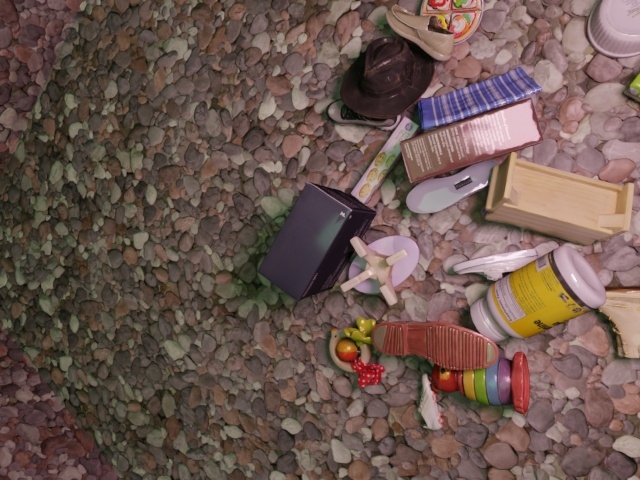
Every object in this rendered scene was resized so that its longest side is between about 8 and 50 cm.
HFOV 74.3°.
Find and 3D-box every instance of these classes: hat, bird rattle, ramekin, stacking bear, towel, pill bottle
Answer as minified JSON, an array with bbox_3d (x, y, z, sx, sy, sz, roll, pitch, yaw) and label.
[{"bbox_3d":[0.211,-0.567,1.383,0.331,0.134,0.331,-5,67,13],"label":"hat"},{"bbox_3d":[0.130,0.405,1.532,0.207,0.143,0.253,1,105,33],"label":"bird rattle"},{"bbox_3d":[0.879,-0.635,1.188,0.207,0.109,0.207,1,92,22],"label":"ramekin"},{"bbox_3d":[0.499,0.441,1.348,0.289,0.164,0.175,-4,66,33],"label":"stacking bear"},{"bbox_3d":[0.468,-0.440,1.297,0.336,0.243,0.040,-15,120,20],"label":"towel"},{"bbox_3d":[0.620,0.173,1.240,0.334,0.188,0.188,-42,76,39],"label":"pill bottle"}]

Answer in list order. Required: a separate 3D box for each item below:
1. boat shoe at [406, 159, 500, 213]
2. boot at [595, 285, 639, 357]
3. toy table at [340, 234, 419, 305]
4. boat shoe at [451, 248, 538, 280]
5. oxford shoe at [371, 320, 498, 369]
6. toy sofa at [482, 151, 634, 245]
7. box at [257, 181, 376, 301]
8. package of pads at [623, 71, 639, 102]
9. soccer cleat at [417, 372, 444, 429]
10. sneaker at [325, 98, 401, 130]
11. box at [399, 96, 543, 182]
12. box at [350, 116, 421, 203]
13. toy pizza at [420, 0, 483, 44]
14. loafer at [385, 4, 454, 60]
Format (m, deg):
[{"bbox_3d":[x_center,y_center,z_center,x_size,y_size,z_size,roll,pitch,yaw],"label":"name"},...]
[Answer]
[{"bbox_3d":[0.432,-0.170,1.381,0.306,0.105,0.113,-29,77,13],"label":"boat shoe"},{"bbox_3d":[0.857,0.239,1.237,0.262,0.095,0.203,-3,92,19],"label":"boot"},{"bbox_3d":[0.200,0.090,1.444,0.274,0.161,0.252,-45,79,18],"label":"toy table"},{"bbox_3d":[0.556,0.088,1.344,0.258,0.095,0.084,-13,83,22],"label":"boat shoe"},{"bbox_3d":[0.373,0.320,1.374,0.397,0.146,0.140,5,91,32],"label":"oxford shoe"},{"bbox_3d":[0.678,-0.115,1.233,0.363,0.177,0.150,16,75,4],"label":"toy sofa"},{"bbox_3d":[0.000,0.000,1.442,0.179,0.312,0.343,34,102,17],"label":"box"},{"bbox_3d":[1.032,-0.475,1.138,0.229,0.101,0.296,39,105,17],"label":"package of pads"},{"bbox_3d":[0.367,0.556,1.451,0.076,0.068,0.196,-13,90,24],"label":"soccer cleat"},{"bbox_3d":[0.142,-0.453,1.482,0.272,0.108,0.100,13,99,22],"label":"sneaker"},{"bbox_3d":[0.442,-0.300,1.292,0.382,0.191,0.143,-15,98,14],"label":"box"},{"bbox_3d":[0.227,-0.274,1.477,0.067,0.063,0.324,39,105,14],"label":"box"},{"bbox_3d":[0.418,-0.736,1.360,0.201,0.032,0.201,16,124,25],"label":"toy pizza"},{"bbox_3d":[0.331,-0.693,1.370,0.268,0.102,0.092,41,141,11],"label":"loafer"}]
